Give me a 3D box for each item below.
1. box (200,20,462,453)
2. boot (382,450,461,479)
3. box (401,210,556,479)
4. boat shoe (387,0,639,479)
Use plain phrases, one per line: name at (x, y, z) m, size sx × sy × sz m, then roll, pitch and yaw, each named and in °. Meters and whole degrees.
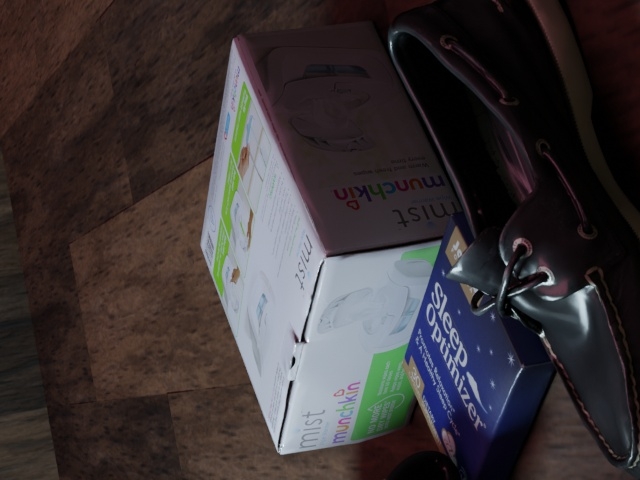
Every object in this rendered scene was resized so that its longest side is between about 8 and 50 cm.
box at (0.000, 0.000, 1.439) m, size 0.262 × 0.126 × 0.231 m, roll 103°, pitch 151°, yaw -48°
boot at (0.034, 0.274, 1.309) m, size 0.176 × 0.088 × 0.244 m, roll 115°, pitch 176°, yaw -71°
box at (0.115, 0.076, 1.281) m, size 0.225 × 0.036 × 0.136 m, roll 105°, pitch 149°, yaw -49°
boat shoe at (0.124, -0.008, 1.085) m, size 0.127 × 0.113 × 0.340 m, roll 126°, pitch 132°, yaw -64°
